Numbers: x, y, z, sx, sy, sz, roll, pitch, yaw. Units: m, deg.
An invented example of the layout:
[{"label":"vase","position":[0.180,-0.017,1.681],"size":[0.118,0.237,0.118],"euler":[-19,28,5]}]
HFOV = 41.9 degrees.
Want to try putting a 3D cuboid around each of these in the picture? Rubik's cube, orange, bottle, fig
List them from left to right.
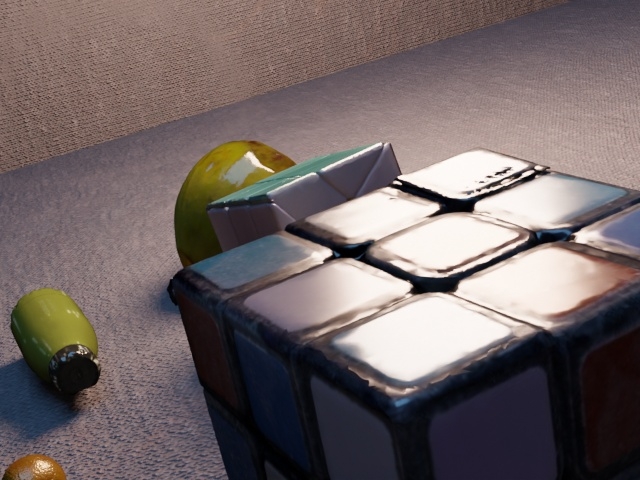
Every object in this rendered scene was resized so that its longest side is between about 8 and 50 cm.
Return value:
[{"label":"orange","position":[-0.337,0.293,0.983],"size":[0.085,0.085,0.085],"euler":[-11,23,4]},{"label":"bottle","position":[-0.404,0.159,1.290],"size":[0.112,0.112,0.260],"euler":[-22,24,-22]},{"label":"fig","position":[-0.145,-0.040,1.494],"size":[0.239,0.239,0.271],"euler":[13,61,46]},{"label":"Rubik's cube","position":[0.000,0.000,1.256],"size":[0.231,0.221,0.224],"euler":[-26,12,-27]},{"label":"Rubik's cube","position":[0.126,0.159,0.688],"size":[0.358,0.362,0.363],"euler":[-19,24,-24]}]
